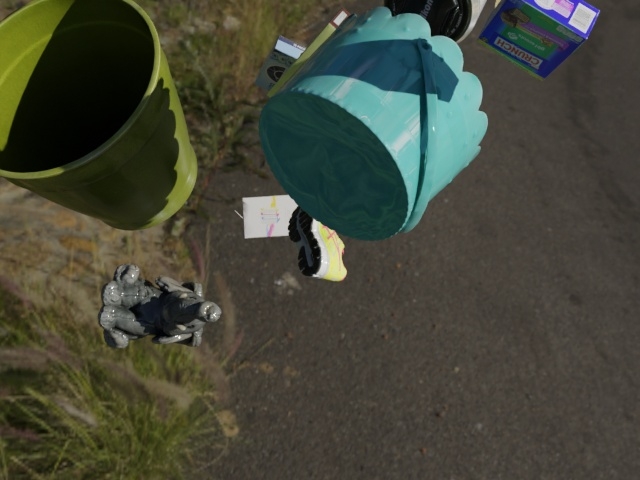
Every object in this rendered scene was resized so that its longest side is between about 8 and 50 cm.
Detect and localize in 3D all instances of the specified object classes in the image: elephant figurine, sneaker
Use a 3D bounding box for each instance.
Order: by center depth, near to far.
[{"bbox_3d":[-0.283,0.140,1.424,0.240,0.169,0.186,4,31,6],"label":"elephant figurine"},{"bbox_3d":[0.000,0.000,1.436,0.094,0.081,0.208,25,40,-34],"label":"sneaker"}]

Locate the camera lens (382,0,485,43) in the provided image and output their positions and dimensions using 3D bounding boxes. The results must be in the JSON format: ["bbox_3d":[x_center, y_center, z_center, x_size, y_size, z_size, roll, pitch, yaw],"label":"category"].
[{"bbox_3d":[0.277,-0.587,1.724,0.219,0.219,0.274,21,48,9],"label":"camera lens"}]

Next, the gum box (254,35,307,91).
[{"bbox_3d":[-0.056,-0.389,1.763,0.157,0.184,0.041,22,69,-14],"label":"gum box"}]

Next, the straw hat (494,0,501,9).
[{"bbox_3d":[0.352,-0.354,1.229,0.145,0.061,0.144,-2,62,4],"label":"straw hat"}]

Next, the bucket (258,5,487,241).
[{"bbox_3d":[0.066,-0.145,1.006,0.281,0.281,0.183,29,58,22],"label":"bucket"}]

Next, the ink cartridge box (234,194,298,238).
[{"bbox_3d":[-0.115,-0.051,1.647,0.143,0.089,0.092,-4,-1,-2],"label":"ink cartridge box"}]

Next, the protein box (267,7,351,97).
[{"bbox_3d":[0.043,-0.311,1.504,0.201,0.200,0.136,41,31,-10],"label":"protein box"}]

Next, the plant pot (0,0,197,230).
[{"bbox_3d":[-0.392,-0.192,1.363,0.367,0.353,0.366,-5,65,12],"label":"plant pot"}]

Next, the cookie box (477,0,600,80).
[{"bbox_3d":[0.232,-0.230,0.812,0.092,0.040,0.107,31,-13,-1],"label":"cookie box"}]
